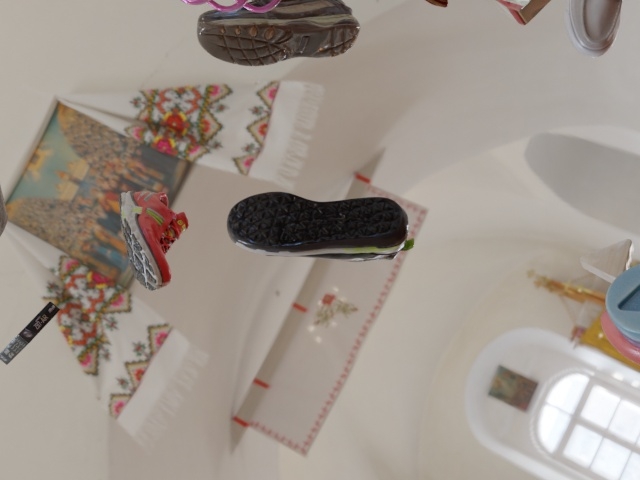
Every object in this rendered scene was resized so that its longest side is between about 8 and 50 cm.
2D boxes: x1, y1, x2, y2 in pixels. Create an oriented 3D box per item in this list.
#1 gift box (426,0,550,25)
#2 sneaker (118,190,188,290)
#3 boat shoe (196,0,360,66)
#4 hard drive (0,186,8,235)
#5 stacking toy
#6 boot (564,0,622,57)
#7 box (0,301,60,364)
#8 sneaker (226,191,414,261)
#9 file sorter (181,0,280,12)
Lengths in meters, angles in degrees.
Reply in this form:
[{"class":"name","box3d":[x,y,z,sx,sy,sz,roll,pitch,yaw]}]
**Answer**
[{"class":"gift box","box3d":[0.118,-0.336,0.586,0.258,0.276,0.255,-45,-49,13]},{"class":"sneaker","box3d":[-0.295,-0.017,1.416,0.118,0.279,0.107,-9,-53,-17]},{"class":"boat shoe","box3d":[-0.093,-0.451,1.616,0.355,0.130,0.132,-7,-25,-27]},{"class":"hard drive","box3d":[-0.683,-0.073,1.557,0.255,0.054,0.172,-121,24,-70]},{"class":"stacking toy","box3d":[0.529,0.017,1.129,0.308,0.280,0.130,-28,-53,7]},{"class":"boot","box3d":[0.472,-0.446,1.295,0.123,0.095,0.259,71,-156,-82]},{"class":"box","box3d":[-0.384,0.122,1.025,0.083,0.018,0.067,-36,15,42]},{"class":"sneaker","box3d":[0.000,0.000,0.978,0.097,0.234,0.084,83,-167,-61]},{"class":"file sorter","box3d":[-0.143,-0.338,0.733,0.182,0.202,0.290,-58,-15,22]}]
